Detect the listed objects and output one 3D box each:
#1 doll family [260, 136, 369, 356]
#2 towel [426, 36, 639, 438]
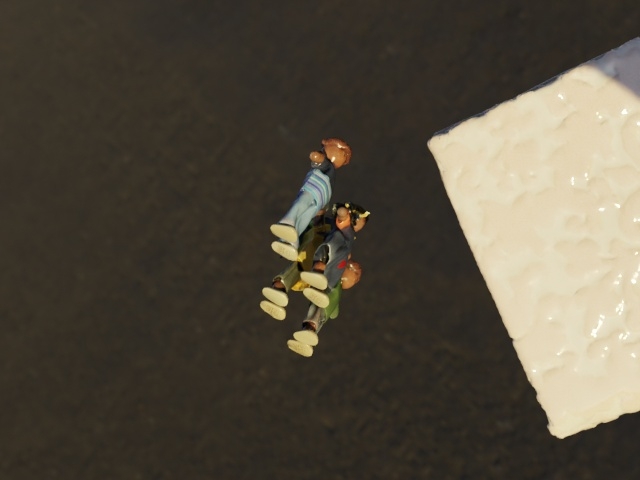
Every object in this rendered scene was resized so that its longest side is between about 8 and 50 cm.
[{"bbox_3d":[0.000,0.000,1.421,0.111,0.076,0.193,-55,-9,-33],"label":"doll family"},{"bbox_3d":[0.303,-0.020,1.604,0.332,0.317,0.053,-24,1,14],"label":"towel"}]
